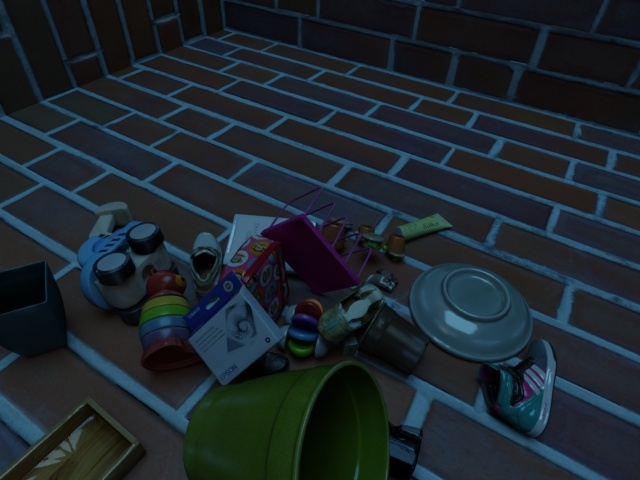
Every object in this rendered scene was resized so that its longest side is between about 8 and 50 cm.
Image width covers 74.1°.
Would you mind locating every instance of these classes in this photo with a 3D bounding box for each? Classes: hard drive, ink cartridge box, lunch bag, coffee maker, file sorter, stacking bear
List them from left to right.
[{"bbox_3d":[-0.446,0.214,1.239,0.164,0.175,0.289,-28,56,16],"label":"stacking bear"},{"bbox_3d":[-0.240,0.230,1.101,0.224,0.223,0.045,50,18,8],"label":"ink cartridge box"},{"bbox_3d":[-0.184,0.135,1.276,0.120,0.293,0.258,16,46,19],"label":"lunch bag"},{"bbox_3d":[-0.178,0.011,1.523,0.307,0.040,0.203,6,67,8],"label":"hard drive"},{"bbox_3d":[0.000,0.000,1.375,0.202,0.290,0.182,-19,29,44],"label":"file sorter"},{"bbox_3d":[0.144,0.514,1.037,0.178,0.120,0.171,18,70,17],"label":"coffee maker"}]

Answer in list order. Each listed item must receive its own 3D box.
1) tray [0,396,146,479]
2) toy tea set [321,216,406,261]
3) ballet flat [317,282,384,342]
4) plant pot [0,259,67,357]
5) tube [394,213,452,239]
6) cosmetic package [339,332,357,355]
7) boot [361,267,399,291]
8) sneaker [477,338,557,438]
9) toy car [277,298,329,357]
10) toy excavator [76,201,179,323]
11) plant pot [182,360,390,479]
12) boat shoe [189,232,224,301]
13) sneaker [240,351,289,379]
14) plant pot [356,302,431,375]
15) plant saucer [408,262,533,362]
[{"bbox_3d":[-0.628,0.579,0.945,0.203,0.076,0.411,26,47,23],"label":"tray"},{"bbox_3d":[0.148,0.014,1.575,0.336,0.124,0.200,18,16,20],"label":"toy tea set"},{"bbox_3d":[0.125,0.198,1.279,0.123,0.123,0.348,29,29,25],"label":"ballet flat"},{"bbox_3d":[-0.820,0.212,1.203,0.166,0.234,0.165,-17,47,-19],"label":"plant pot"},{"bbox_3d":[0.403,-0.055,1.673,0.240,0.062,0.070,-16,87,-25],"label":"tube"},{"bbox_3d":[0.077,0.286,1.295,0.041,0.060,0.115,-5,46,-11],"label":"cosmetic package"},{"bbox_3d":[0.211,0.147,1.464,0.118,0.042,0.087,-38,64,-27],"label":"boot"},{"bbox_3d":[0.541,0.374,1.188,0.178,0.124,0.295,26,49,9],"label":"sneaker"},{"bbox_3d":[-0.041,0.253,1.268,0.159,0.136,0.182,12,44,10],"label":"toy car"},{"bbox_3d":[-0.698,0.026,1.445,0.445,0.222,0.433,9,42,19],"label":"toy excavator"},{"bbox_3d":[-0.087,0.443,0.903,0.353,0.366,0.366,-9,36,32],"label":"plant pot"},{"bbox_3d":[-0.393,0.066,1.470,0.113,0.103,0.302,-9,45,-12],"label":"boat shoe"},{"bbox_3d":[-0.200,0.325,1.193,0.227,0.130,0.087,10,46,5],"label":"sneaker"},{"bbox_3d":[0.218,0.294,1.233,0.165,0.167,0.167,31,50,15],"label":"plant pot"},{"bbox_3d":[0.496,0.197,1.381,0.400,0.100,0.400,2,44,-2],"label":"plant saucer"}]
